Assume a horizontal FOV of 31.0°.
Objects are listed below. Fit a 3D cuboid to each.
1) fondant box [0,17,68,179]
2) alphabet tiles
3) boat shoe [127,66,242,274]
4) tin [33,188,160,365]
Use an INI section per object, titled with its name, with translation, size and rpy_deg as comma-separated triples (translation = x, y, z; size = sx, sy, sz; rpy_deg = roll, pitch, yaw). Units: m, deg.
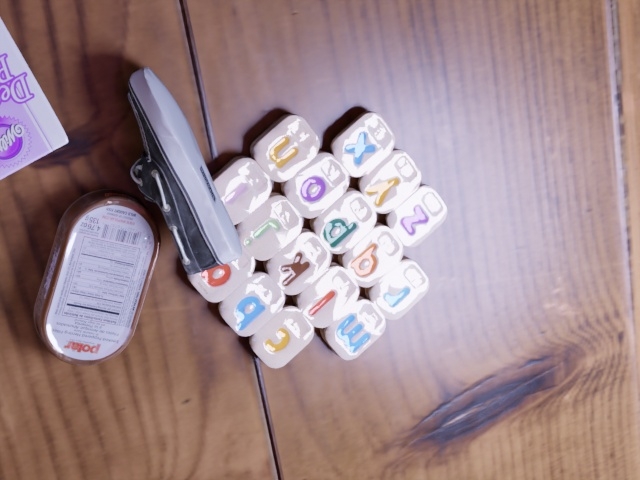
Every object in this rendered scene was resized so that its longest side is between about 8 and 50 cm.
[fondant box]
translation = -0.411, -0.178, 1.023
size = 0.238, 0.096, 0.330
rpy_deg = -31, 117, -11
[alphabet tiles]
translation = 0.000, 0.000, 1.294
size = 0.278, 0.021, 0.284
rpy_deg = -43, 117, -6
[boat shoe]
translation = -0.154, -0.066, 1.175
size = 0.070, 0.078, 0.219
rpy_deg = -21, 104, 9
[tin]
translation = -0.232, 0.040, 1.202
size = 0.106, 0.040, 0.189
rpy_deg = 14, 101, -22
